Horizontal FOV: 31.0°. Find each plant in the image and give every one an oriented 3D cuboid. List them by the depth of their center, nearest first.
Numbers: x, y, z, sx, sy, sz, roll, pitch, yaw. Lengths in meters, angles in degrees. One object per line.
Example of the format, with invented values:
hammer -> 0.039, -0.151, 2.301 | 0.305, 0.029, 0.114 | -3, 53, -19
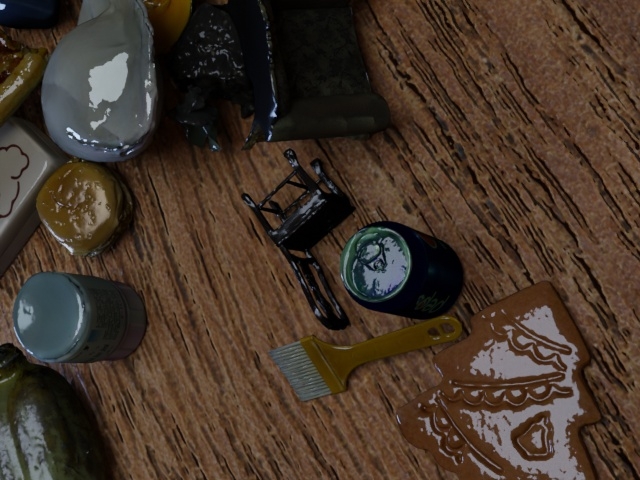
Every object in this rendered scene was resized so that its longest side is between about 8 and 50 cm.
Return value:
plant -> -0.152, -0.236, 1.676 | 0.131, 0.142, 0.203 | 21, 88, 9

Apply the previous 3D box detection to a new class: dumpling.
dumpling -> -0.315, -0.244, 1.690 | 0.181, 0.341, 0.260 | 5, 95, -5

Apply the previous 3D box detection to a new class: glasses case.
glasses case -> -0.543, -0.032, 1.860 | 0.144, 0.076, 0.336 | 41, 101, 23

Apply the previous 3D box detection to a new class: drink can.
drink can -> 0.105, 0.041, 1.495 | 0.118, 0.205, 0.118 | -3, 83, 23

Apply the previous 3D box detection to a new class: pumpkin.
pumpkin -> -0.288, -0.368, 1.784 | 0.278, 0.111, 0.163 | 9, 107, 25

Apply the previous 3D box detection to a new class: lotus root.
lotus root -> -0.424, 0.300, 1.732 | 0.173, 0.173, 0.309 | -25, 75, 20

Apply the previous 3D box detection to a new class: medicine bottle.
medicine bottle -> -0.352, 0.115, 1.709 | 0.135, 0.168, 0.135 | -2, 84, 23

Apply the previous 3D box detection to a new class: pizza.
pizza -> -0.539, -0.246, 1.836 | 0.289, 0.081, 0.229 | -34, 36, 22

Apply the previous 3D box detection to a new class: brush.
brush -> 0.067, 0.150, 1.566 | 0.272, 0.013, 0.103 | -19, 118, 24

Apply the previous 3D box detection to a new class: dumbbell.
dumbbell -> -0.478, -0.506, 1.849 | 0.159, 0.144, 0.325 | 3, 84, 22

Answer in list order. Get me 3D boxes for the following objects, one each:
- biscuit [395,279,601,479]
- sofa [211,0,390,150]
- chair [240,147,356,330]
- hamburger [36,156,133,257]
biscuit -> 0.247, 0.198, 1.502 | 0.283, 0.043, 0.306 | 16, 91, 25
sofa -> -0.014, -0.256, 1.554 | 0.182, 0.200, 0.259 | -34, 64, 61
chair -> 0.000, 0.000, 1.603 | 0.113, 0.106, 0.229 | -41, 72, 17
hamburger -> -0.361, -0.054, 1.780 | 0.138, 0.083, 0.147 | -44, 72, 8
